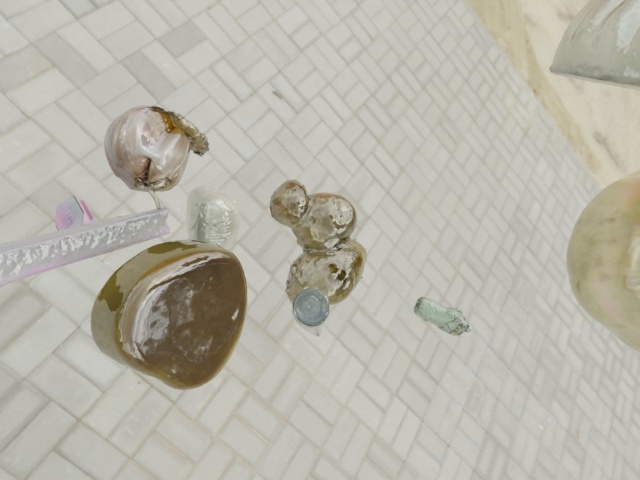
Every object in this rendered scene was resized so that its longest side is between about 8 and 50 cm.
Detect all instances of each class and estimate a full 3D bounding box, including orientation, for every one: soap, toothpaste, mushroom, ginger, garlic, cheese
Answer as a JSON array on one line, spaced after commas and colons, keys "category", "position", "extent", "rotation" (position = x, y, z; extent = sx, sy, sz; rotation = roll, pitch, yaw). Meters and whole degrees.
[{"category": "soap", "position": [-0.748, -0.055, 1.337], "extent": [0.100, 0.056, 0.149], "rotation": [-40, 62, -2]}, {"category": "toothpaste", "position": [-0.014, 0.089, 0.535], "extent": [0.039, 0.239, 0.062], "rotation": [-29, 80, -8]}, {"category": "mushroom", "position": [0.589, 0.056, 0.710], "extent": [0.353, 0.325, 0.353], "rotation": [45, 35, -45]}, {"category": "ginger", "position": [0.000, 0.000, 1.016], "extent": [0.244, 0.155, 0.304], "rotation": [-19, 97, -32]}, {"category": "garlic", "position": [-0.322, -0.160, 0.933], "extent": [0.207, 0.207, 0.257], "rotation": [-35, 108, -35]}, {"category": "cheese", "position": [-0.314, -0.058, 1.284], "extent": [0.154, 0.198, 0.189], "rotation": [6, 107, -25]}]

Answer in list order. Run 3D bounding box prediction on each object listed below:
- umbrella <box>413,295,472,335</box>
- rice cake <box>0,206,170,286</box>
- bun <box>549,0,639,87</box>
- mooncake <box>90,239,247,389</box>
[{"category": "umbrella", "position": [0.282, 0.175, 1.006], "extent": [0.143, 0.062, 0.067], "rotation": [22, 59, -5]}, {"category": "rice cake", "position": [-0.378, 0.004, 0.690], "extent": [0.365, 0.072, 0.056], "rotation": [-28, 114, -60]}, {"category": "bun", "position": [0.444, -0.266, 0.537], "extent": [0.263, 0.263, 0.175], "rotation": [-6, 118, -33]}, {"category": "mooncake", "position": [-0.221, 0.105, 0.690], "extent": [0.234, 0.117, 0.235], "rotation": [-15, 109, -50]}]
